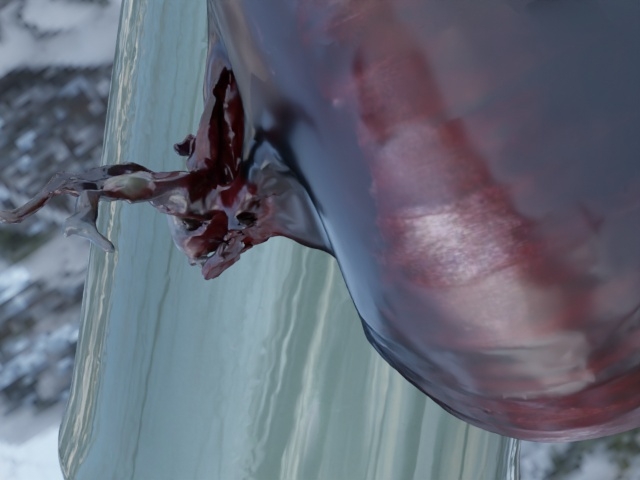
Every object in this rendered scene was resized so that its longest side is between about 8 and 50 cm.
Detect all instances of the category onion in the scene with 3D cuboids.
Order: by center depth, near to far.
[{"bbox_3d":[0.034,-0.047,0.710,0.273,0.285,0.273,-24,-90,-86],"label":"onion"}]

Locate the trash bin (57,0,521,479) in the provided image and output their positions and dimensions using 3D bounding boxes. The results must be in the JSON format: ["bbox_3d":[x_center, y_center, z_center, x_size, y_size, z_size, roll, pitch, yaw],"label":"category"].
[{"bbox_3d":[0.000,0.000,1.114,0.280,0.280,0.432,-89,6,-63],"label":"trash bin"}]
